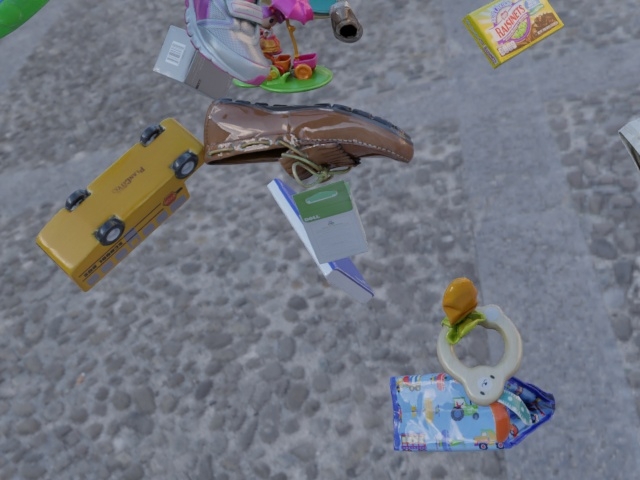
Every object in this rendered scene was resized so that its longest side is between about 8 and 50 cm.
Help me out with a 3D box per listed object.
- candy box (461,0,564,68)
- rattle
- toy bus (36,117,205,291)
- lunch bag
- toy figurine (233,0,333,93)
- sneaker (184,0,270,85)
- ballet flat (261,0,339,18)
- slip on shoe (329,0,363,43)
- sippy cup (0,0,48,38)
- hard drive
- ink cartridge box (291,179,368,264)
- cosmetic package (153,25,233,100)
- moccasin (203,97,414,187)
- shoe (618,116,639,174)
[{"bbox_3d":[0.348,-0.391,1.486,0.206,0.105,0.027,-34,-2,-34],"label":"candy box"},{"bbox_3d":[0.240,0.169,1.169,0.130,0.142,0.199,-1,58,-10],"label":"rattle"},{"bbox_3d":[-0.349,-0.067,1.501,0.108,0.130,0.333,40,74,20],"label":"toy bus"},{"bbox_3d":[0.298,0.319,1.551,0.221,0.293,0.138,-10,76,32],"label":"lunch bag"},{"bbox_3d":[-0.071,-0.342,1.375,0.173,0.159,0.130,1,31,11],"label":"toy figurine"},{"bbox_3d":[-0.125,-0.329,1.112,0.111,0.252,0.103,-30,-9,28],"label":"sneaker"},{"bbox_3d":[-0.071,-0.461,1.535,0.232,0.073,0.080,25,73,5],"label":"ballet flat"},{"bbox_3d":[0.047,-0.361,1.413,0.051,0.135,0.041,-18,77,5],"label":"slip on shoe"},{"bbox_3d":[-0.409,-0.381,0.929,0.240,0.224,0.305,-6,57,38],"label":"sippy cup"},{"bbox_3d":[0.000,0.000,2.039,0.040,0.210,0.318,-40,55,9],"label":"hard drive"},{"bbox_3d":[0.019,-0.051,1.655,0.109,0.209,0.062,-15,45,7],"label":"ink cartridge box"},{"bbox_3d":[-0.311,-0.442,2.094,0.107,0.127,0.238,23,6,20],"label":"cosmetic package"},{"bbox_3d":[-0.029,-0.156,1.394,0.380,0.139,0.146,7,86,17],"label":"moccasin"},{"bbox_3d":[0.564,-0.103,1.387,0.058,0.219,0.076,-24,3,-4],"label":"shoe"}]
